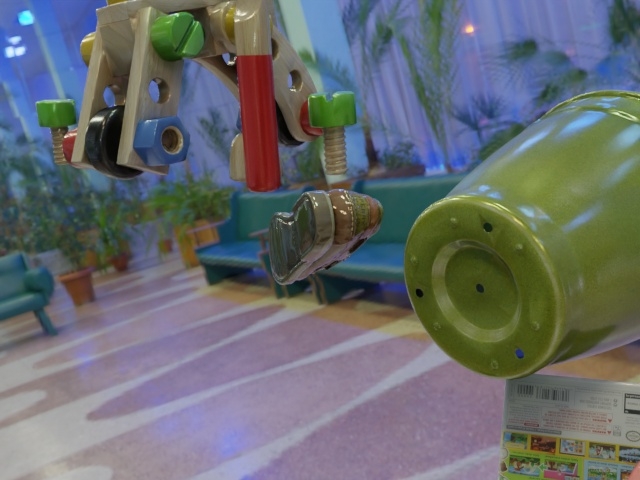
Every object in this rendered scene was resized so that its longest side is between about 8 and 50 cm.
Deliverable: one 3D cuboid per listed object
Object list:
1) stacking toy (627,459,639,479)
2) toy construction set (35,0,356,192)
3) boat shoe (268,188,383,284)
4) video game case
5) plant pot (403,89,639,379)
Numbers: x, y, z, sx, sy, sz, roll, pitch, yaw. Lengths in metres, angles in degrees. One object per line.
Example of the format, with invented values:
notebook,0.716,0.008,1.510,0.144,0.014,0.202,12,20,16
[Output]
stacking toy,0.344,0.227,0.544,0.309,0.279,0.130,18,14,39
toy construction set,-0.089,-0.176,0.644,0.258,0.237,0.309,-9,15,-23
boat shoe,0.000,0.000,1.151,0.105,0.110,0.307,-6,-5,-18
video game case,0.346,0.281,1.025,0.227,0.206,0.026,2,-19,21
plant pot,0.311,0.012,1.068,0.353,0.366,0.367,-22,12,-39
